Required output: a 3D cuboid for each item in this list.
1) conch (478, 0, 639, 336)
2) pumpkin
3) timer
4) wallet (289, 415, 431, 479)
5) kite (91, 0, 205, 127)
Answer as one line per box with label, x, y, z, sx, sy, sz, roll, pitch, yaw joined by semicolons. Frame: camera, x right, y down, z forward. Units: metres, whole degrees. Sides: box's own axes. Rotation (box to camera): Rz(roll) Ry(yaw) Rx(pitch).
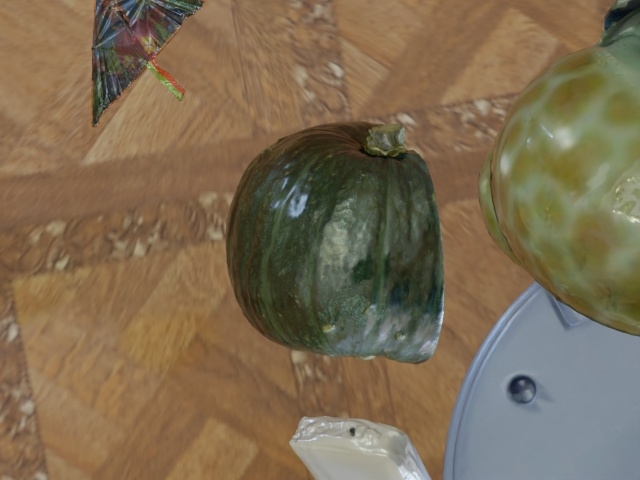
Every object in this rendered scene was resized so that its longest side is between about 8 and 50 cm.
conch;0.124;-0.024;0.539;0.173;0.106;0.116;-35;67;23
pumpkin;0.000;0.000;1.799;0.197;0.293;0.263;-2;107;-20
timer;0.252;0.178;1.061;0.395;0.173;0.395;-4;77;17
wallet;0.047;0.191;1.202;0.095;0.033;0.190;3;141;27
kite;-0.182;-0.195;1.622;0.190;0.010;0.159;-51;127;-24
